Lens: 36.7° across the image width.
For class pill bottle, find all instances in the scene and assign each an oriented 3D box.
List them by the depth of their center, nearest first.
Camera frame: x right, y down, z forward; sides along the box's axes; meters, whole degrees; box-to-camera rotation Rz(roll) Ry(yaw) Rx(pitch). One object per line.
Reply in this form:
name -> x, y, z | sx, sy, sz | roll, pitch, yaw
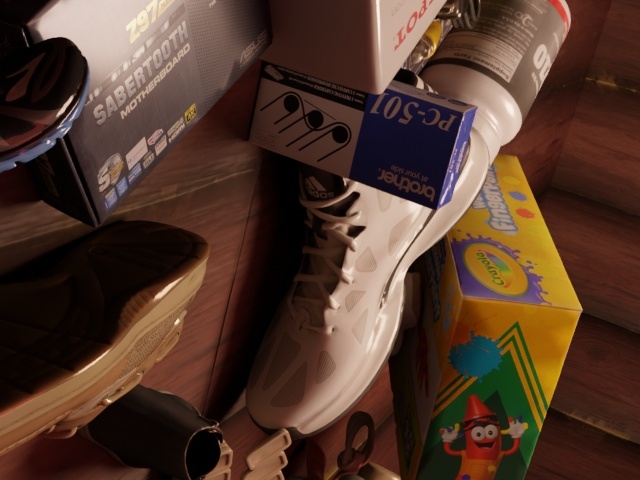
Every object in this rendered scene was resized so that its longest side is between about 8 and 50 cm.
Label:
pill bottle -> 0.233, -0.235, 1.376 | 0.283, 0.161, 0.161 | -61, 159, -21

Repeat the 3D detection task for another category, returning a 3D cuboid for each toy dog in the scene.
toy dog -> 0.004, 0.399, 1.515 | 0.220, 0.161, 0.334 | -56, 142, -25

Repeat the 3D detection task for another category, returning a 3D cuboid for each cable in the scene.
cable -> 0.135, -0.291, 1.096 | 0.287, 0.072, 0.139 | -53, 141, -67

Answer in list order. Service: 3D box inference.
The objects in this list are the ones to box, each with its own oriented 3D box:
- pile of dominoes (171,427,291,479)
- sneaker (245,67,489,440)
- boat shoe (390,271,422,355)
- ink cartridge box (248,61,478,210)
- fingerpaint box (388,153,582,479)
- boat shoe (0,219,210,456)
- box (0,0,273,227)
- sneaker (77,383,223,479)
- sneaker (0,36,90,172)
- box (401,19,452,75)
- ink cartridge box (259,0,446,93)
pile of dominoes -> -0.136, 0.325, 1.117 | 0.196, 0.040, 0.251 | -15, 130, -32
sneaker -> 0.000, -0.001, 1.097 | 0.257, 0.169, 0.447 | 37, 82, -48
boat shoe -> 0.084, 0.108, 1.454 | 0.277, 0.096, 0.098 | 103, -12, -68
ink cartridge box -> 0.036, -0.110, 0.920 | 0.046, 0.207, 0.097 | -30, 137, -60
fingerpaint box -> 0.217, 0.121, 1.429 | 0.445, 0.163, 0.371 | -91, -171, -61
boat shoe -> -0.183, 0.088, 0.679 | 0.341, 0.121, 0.110 | -35, 141, -59
box -> -0.124, -0.151, 0.670 | 0.233, 0.059, 0.183 | -53, 155, -31
sneaker -> -0.136, 0.195, 0.916 | 0.083, 0.118, 0.222 | -65, 160, -10
sneaker -> -0.202, -0.071, 0.490 | 0.188, 0.067, 0.078 | -23, 131, -32
box -> 0.106, -0.306, 1.128 | 0.183, 0.056, 0.231 | -55, 157, -34
ink cartridge box -> 0.036, -0.352, 0.741 | 0.279, 0.160, 0.385 | -56, 157, -30
